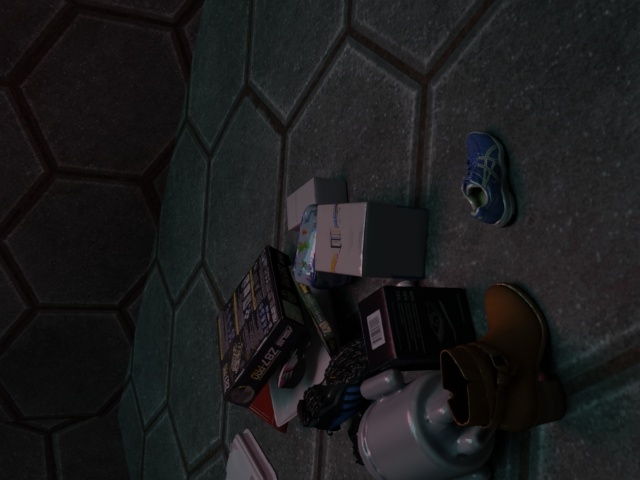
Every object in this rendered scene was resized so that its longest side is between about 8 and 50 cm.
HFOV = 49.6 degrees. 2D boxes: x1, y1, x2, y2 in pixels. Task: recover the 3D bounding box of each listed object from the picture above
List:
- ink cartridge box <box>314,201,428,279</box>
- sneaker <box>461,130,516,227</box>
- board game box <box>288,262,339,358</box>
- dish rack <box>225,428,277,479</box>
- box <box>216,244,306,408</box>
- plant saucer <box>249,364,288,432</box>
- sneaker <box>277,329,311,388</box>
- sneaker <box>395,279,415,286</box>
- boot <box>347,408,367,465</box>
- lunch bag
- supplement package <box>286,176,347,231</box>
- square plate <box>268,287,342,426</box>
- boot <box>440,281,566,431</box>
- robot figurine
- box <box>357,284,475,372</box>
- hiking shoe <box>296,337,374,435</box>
[{"bbox_3d":[0.114,0.001,1.640,0.232,0.171,0.168,3,89,63],"label":"ink cartridge box"},{"bbox_3d":[0.320,-0.128,1.361,0.080,0.081,0.211,-48,44,51],"label":"sneaker"},{"bbox_3d":[-0.016,0.191,1.842,0.136,0.030,0.260,71,172,-49],"label":"board game box"},{"bbox_3d":[-0.251,0.831,2.335,0.333,0.072,0.286,39,121,59],"label":"dish rack"},{"bbox_3d":[-0.187,0.242,2.039,0.318,0.097,0.395,-53,26,18],"label":"box"},{"bbox_3d":[-0.189,0.443,2.190,0.258,0.047,0.259,26,112,37],"label":"plant saucer"},{"bbox_3d":[-0.078,0.327,1.939,0.077,0.071,0.178,16,84,61],"label":"sneaker"},{"bbox_3d":[0.177,0.154,1.627,0.152,0.053,0.061,-53,45,45],"label":"sneaker"},{"bbox_3d":[0.107,0.492,1.723,0.099,0.045,0.121,-114,33,-43],"label":"boot"},{"bbox_3d":[0.025,0.015,1.809,0.090,0.176,0.219,14,97,40],"label":"lunch bag"},{"bbox_3d":[-0.011,-0.097,1.960,0.179,0.105,0.105,-29,60,58],"label":"supplement package"},{"bbox_3d":[-0.047,0.315,1.986,0.347,0.049,0.344,-40,52,41],"label":"square plate"},{"bbox_3d":[0.293,0.198,1.220,0.109,0.220,0.284,-46,47,51],"label":"boot"},{"bbox_3d":[0.206,0.385,1.384,0.300,0.199,0.353,51,141,5],"label":"robot figurine"},{"bbox_3d":[0.198,0.182,1.417,0.108,0.207,0.153,-43,49,53],"label":"box"},{"bbox_3d":[0.074,0.360,1.739,0.304,0.132,0.113,-47,37,18],"label":"hiking shoe"}]
